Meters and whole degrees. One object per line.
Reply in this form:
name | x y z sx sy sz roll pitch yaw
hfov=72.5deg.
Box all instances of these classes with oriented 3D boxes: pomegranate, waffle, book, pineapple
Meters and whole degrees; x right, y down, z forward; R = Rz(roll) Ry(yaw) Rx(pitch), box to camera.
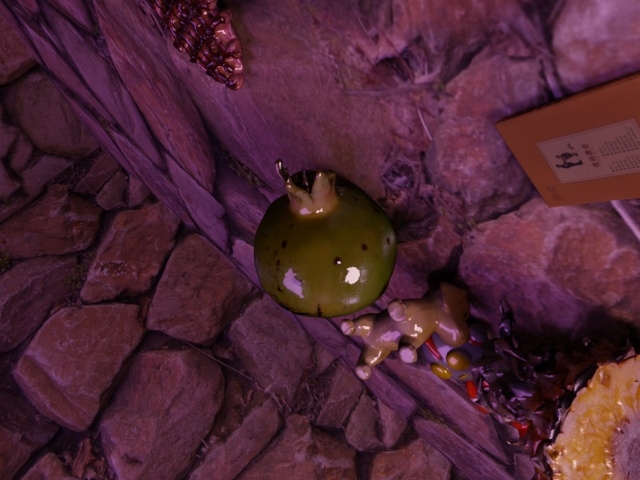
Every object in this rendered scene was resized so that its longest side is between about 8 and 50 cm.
pomegranate | 0.000 0.000 0.771 0.260 0.260 0.341 29 154 37
waffle | -0.205 -0.356 0.709 0.234 0.055 0.221 41 164 25
book | 0.255 -0.083 0.393 0.118 0.012 0.172 50 161 -16
pineapple | 0.326 0.228 0.643 0.262 0.262 0.271 49 172 -16

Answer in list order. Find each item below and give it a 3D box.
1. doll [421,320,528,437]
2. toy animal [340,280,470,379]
doll | 0.313 0.255 0.852 0.336 0.105 0.200 41 141 6
toy animal | 0.153 0.157 0.779 0.168 0.233 0.121 -9 -106 -62
